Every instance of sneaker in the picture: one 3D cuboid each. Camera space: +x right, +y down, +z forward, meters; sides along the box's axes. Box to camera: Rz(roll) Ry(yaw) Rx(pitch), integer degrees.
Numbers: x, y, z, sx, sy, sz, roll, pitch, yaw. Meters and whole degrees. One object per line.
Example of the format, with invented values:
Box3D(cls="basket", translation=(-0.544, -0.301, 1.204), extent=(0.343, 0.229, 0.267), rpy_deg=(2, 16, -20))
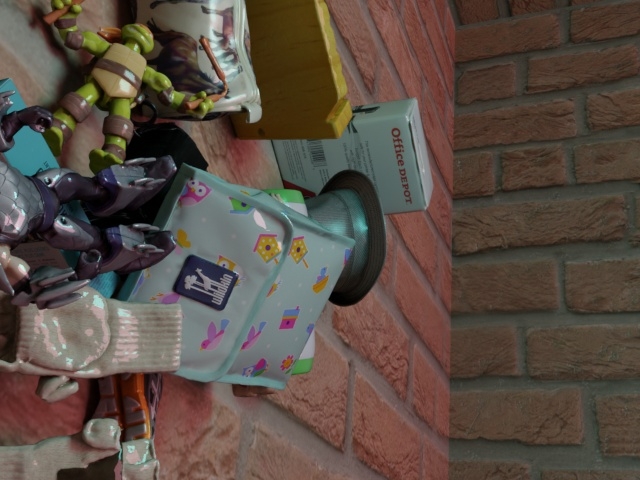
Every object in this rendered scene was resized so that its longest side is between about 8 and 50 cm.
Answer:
Box3D(cls="sneaker", translation=(-0.225, 0.204, 0.948), extent=(0.083, 0.084, 0.215), rpy_deg=(50, 39, -65))

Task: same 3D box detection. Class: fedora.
Box3D(cls="fedora", translation=(0.000, 0.000, 1.419), extent=(0.275, 0.124, 0.244), rpy_deg=(152, -67, -64))

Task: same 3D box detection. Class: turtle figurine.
Box3D(cls="turtle figurine", translation=(-0.254, -0.189, 0.922), extent=(0.269, 0.087, 0.217), rpy_deg=(33, 58, -24))

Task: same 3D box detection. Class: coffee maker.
Box3D(cls="coffee maker", translation=(-0.227, -0.060, 0.987), extent=(0.171, 0.120, 0.178), rpy_deg=(48, 34, -21))

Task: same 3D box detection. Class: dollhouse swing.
Box3D(cls="dollhouse swing", translation=(-0.034, -0.386, 1.332), extent=(0.305, 0.315, 0.347), rpy_deg=(-39, 123, -42))

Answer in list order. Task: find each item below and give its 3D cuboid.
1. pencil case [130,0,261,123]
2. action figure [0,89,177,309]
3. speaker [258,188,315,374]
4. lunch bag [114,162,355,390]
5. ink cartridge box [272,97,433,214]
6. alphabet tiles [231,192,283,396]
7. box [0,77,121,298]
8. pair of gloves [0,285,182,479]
Box3D(cls="pencil case", translation=(-0.171, -0.354, 1.074), extent=(0.160, 0.183, 0.410), rpy_deg=(-8, 94, -60))
Box3D(cls="action figure", translation=(-0.230, -0.030, 0.675), extent=(0.285, 0.099, 0.185), rpy_deg=(2, 73, -69))
Box3D(cls="speaker", translation=(-0.077, 0.070, 1.302), extent=(0.131, 0.131, 0.297), rpy_deg=(8, 78, -69))
Box3D(cls="lunch bag", translation=(-0.110, 0.046, 0.924), extent=(0.262, 0.160, 0.223), rpy_deg=(23, 95, -54))
Box3D(cls="ink cartridge box", translation=(0.068, -0.152, 1.534), extent=(0.114, 0.272, 0.197), rpy_deg=(-60, 140, -57))
Box3D(cls="alphabet tiles", translation=(-0.093, 0.081, 1.150), extent=(0.021, 0.278, 0.284), rpy_deg=(8, 74, -26))
Box3D(cls="box", translation=(-0.298, -0.031, 0.778), extent=(0.060, 0.100, 0.244), rpy_deg=(-71, 149, -50))
Box3D(cls="pair of gloves", translation=(-0.240, 0.160, 0.762), extent=(0.204, 0.042, 0.240), rpy_deg=(13, 81, -25))
